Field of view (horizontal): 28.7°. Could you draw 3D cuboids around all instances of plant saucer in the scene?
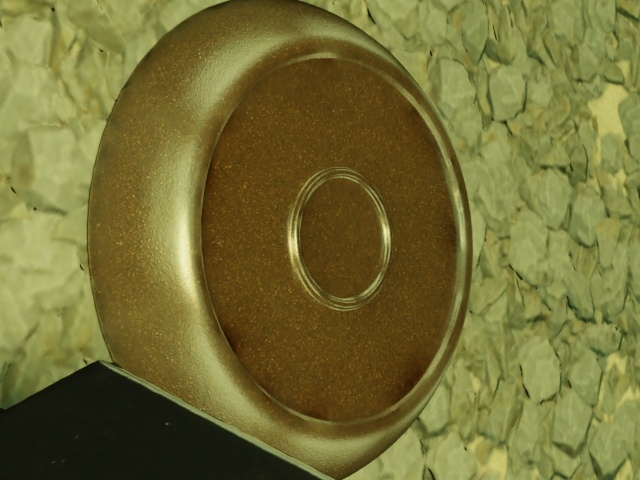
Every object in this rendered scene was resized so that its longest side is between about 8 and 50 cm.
[{"bbox_3d":[0.000,0.000,0.770,0.311,0.050,0.310,5,82,-43],"label":"plant saucer"}]

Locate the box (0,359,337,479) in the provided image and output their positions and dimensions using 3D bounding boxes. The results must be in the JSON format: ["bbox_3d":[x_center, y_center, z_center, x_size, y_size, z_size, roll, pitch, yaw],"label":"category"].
[{"bbox_3d":[-0.134,0.272,0.457,0.343,0.179,0.312,-30,124,-36],"label":"box"}]

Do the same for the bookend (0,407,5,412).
[{"bbox_3d":[-0.158,0.177,0.585,0.156,0.072,0.157,-54,133,-19],"label":"bookend"}]
